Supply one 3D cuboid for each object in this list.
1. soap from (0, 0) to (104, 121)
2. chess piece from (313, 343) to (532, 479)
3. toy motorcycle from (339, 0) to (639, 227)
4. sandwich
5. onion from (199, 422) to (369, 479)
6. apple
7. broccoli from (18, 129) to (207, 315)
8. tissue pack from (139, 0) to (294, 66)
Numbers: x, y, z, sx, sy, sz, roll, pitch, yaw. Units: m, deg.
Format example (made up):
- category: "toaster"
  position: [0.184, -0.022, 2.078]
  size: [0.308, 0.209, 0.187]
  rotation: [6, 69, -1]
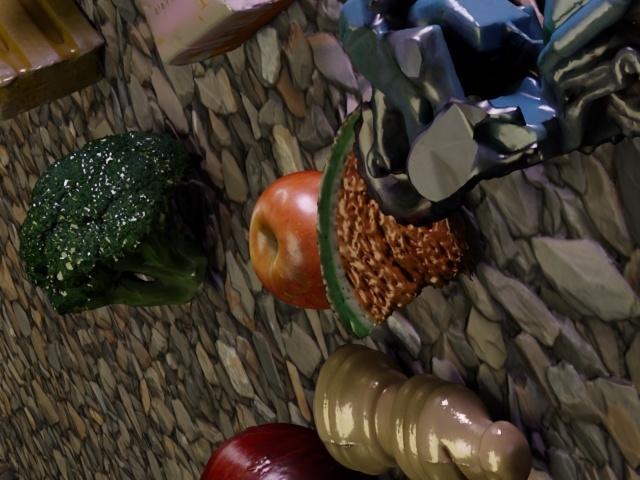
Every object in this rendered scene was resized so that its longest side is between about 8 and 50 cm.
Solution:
- category: "soap"
  position: [-0.480, -0.333, 2.351]
  size: [0.315, 0.199, 0.091]
  rotation: [51, 156, 30]
- category: "chess piece"
  position: [0.119, 0.202, 1.672]
  size: [0.307, 0.124, 0.139]
  rotation: [6, 72, 58]
- category: "toy motorcycle"
  position: [0.144, -0.152, 1.248]
  size: [0.416, 0.172, 0.232]
  rotation: [-18, 90, 53]
- category: "sandwich"
  position: [0.070, -0.028, 1.574]
  size: [0.159, 0.079, 0.235]
  rotation: [-13, 99, 20]
- category: "onion"
  position: [-0.043, 0.371, 1.953]
  size: [0.276, 0.276, 0.276]
  rotation: [45, 146, 42]
- category: "apple"
  position: [0.000, 0.000, 1.714]
  size: [0.163, 0.139, 0.163]
  rotation: [24, 117, 59]
- category: "broccoli"
  position: [-0.283, -0.022, 2.167]
  size: [0.308, 0.275, 0.308]
  rotation: [-41, 34, 35]
- category: "tissue pack"
  position: [-0.126, -0.316, 1.726]
  size: [0.225, 0.124, 0.185]
  rotation: [-21, 88, 65]
